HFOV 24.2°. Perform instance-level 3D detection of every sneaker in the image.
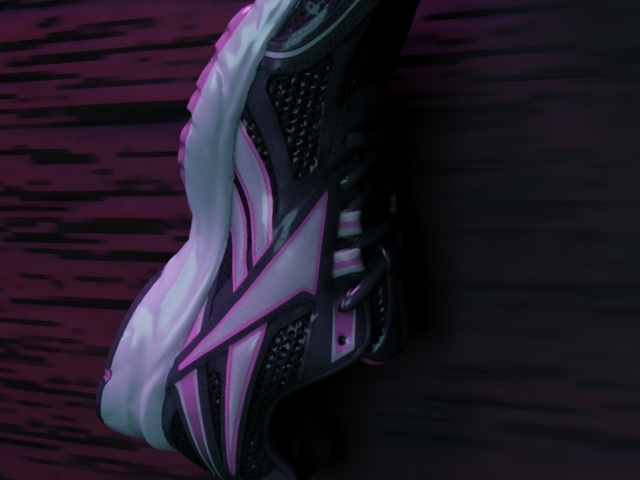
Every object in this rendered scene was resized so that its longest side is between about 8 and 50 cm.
[{"bbox_3d":[0.000,0.000,0.447,0.077,0.072,0.178,31,119,20],"label":"sneaker"}]
